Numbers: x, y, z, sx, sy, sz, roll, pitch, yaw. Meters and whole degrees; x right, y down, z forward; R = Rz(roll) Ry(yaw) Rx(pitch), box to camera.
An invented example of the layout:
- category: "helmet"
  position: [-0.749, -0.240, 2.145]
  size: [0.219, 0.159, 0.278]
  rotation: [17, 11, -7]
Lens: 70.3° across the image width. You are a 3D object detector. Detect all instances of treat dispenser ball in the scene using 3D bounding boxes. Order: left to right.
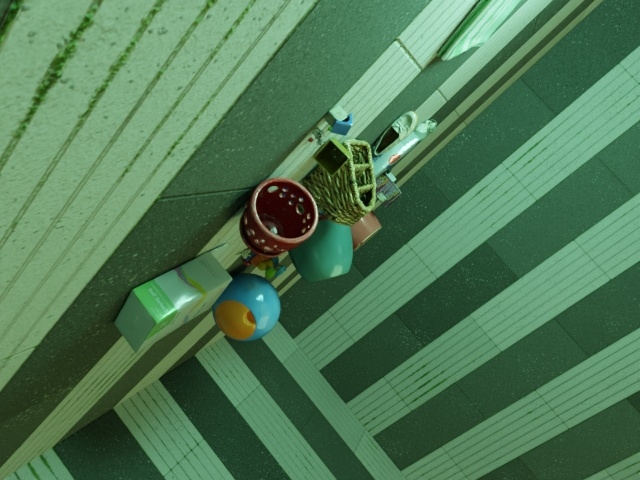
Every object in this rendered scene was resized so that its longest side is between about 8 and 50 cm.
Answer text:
- category: "treat dispenser ball"
  position: [-0.314, 0.283, 1.938]
  size: [0.288, 0.288, 0.288]
  rotation: [-40, 173, -6]

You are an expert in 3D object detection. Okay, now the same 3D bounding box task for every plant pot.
- category: "plant pot"
  position: [-0.126, -0.051, 1.249]
  size: [0.191, 0.191, 0.174]
  rotation: [-36, 177, -36]
- category: "plant pot"
  position: [0.005, 0.041, 1.902]
  size: [0.292, 0.235, 0.293]
  rotation: [-14, 179, 0]
- category: "plant pot"
  position: [0.044, -0.252, 1.351]
  size: [0.081, 0.081, 0.083]
  rotation: [-44, -179, 29]
- category: "plant pot"
  position: [0.160, -0.096, 2.310]
  size: [0.275, 0.243, 0.275]
  rotation: [-40, 174, -5]

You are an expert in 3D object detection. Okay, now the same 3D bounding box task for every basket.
- category: "basket"
  position: [0.115, -0.192, 1.544]
  size: [0.223, 0.213, 0.299]
  rotation: [-42, 174, 19]

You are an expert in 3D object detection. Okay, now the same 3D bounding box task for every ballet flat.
- category: "ballet flat"
  position: [0.483, -0.526, 2.137]
  size: [0.213, 0.072, 0.068]
  rotation: [-35, 144, -46]

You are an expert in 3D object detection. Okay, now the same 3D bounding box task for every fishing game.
- category: "fishing game"
  position: [-0.053, -0.094, 1.787]
  size: [0.189, 0.041, 0.264]
  rotation: [-22, -174, 9]

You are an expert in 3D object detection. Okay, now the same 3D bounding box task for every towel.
- category: "towel"
  position: [0.504, -0.668, 1.377]
  size: [0.324, 0.038, 0.248]
  rotation: [-34, 170, -42]

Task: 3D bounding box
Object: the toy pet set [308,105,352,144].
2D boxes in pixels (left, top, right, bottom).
- category: "toy pet set"
  position: [0.045, -0.287, 1.170]
  size: [0.122, 0.065, 0.114]
  rotation: [-37, 173, -30]

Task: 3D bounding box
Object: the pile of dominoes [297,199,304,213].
- category: "pile of dominoes"
  position: [-0.021, -0.153, 1.797]
  size: [0.196, 0.040, 0.251]
  rotation: [-43, 172, 21]

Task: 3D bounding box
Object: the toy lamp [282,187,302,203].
- category: "toy lamp"
  position: [-0.135, -0.080, 1.476]
  size: [0.080, 0.080, 0.275]
  rotation: [-36, 171, -35]

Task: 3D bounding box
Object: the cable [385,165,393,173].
- category: "cable"
  position: [0.263, -0.346, 2.028]
  size: [0.287, 0.072, 0.140]
  rotation: [-38, 140, -62]

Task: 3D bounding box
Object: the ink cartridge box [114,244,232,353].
- category: "ink cartridge box"
  position: [-0.407, 0.164, 1.360]
  size: [0.353, 0.119, 0.207]
  rotation: [-33, 169, -49]

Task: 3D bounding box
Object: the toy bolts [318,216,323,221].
- category: "toy bolts"
  position: [0.000, 0.000, 2.101]
  size: [0.158, 0.228, 0.218]
  rotation: [-46, 174, -25]

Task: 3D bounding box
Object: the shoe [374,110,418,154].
- category: "shoe"
  position: [0.282, -0.399, 1.720]
  size: [0.219, 0.076, 0.058]
  rotation: [-43, 178, 39]

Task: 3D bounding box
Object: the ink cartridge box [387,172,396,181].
- category: "ink cartridge box"
  position: [0.293, -0.285, 2.485]
  size: [0.208, 0.087, 0.153]
  rotation: [-34, 171, -37]

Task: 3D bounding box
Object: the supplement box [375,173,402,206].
- category: "supplement box"
  position: [0.294, -0.263, 2.188]
  size: [0.104, 0.188, 0.081]
  rotation: [-42, 174, 15]

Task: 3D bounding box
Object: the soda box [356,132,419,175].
- category: "soda box"
  position: [0.264, -0.349, 1.858]
  size: [0.286, 0.098, 0.091]
  rotation: [-38, 173, -12]

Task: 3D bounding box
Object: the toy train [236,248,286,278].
- category: "toy train"
  position: [-0.230, 0.093, 1.779]
  size: [0.105, 0.143, 0.248]
  rotation: [-43, 173, 18]
